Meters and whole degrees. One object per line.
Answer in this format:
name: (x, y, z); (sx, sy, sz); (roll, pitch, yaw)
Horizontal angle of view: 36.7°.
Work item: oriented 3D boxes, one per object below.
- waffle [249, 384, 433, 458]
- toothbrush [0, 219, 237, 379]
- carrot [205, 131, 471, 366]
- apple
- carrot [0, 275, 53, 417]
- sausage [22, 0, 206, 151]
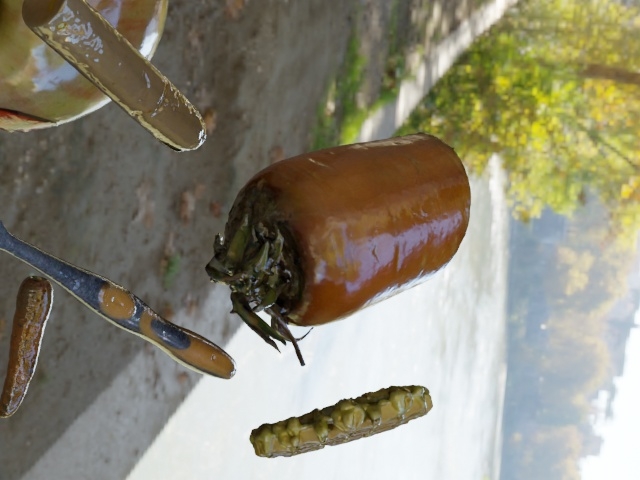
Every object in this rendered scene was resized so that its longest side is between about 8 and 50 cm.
waffle: (0.022, 0.184, 0.975); (0.191, 0.191, 0.038); (51, 22, -73)
toothbrush: (-0.117, 0.035, 0.539); (0.321, 0.031, 0.023); (44, 65, -58)
carrot: (0.000, 0.000, 1.086); (0.331, 0.193, 0.214); (-17, 142, -43)
apple: (-0.395, -0.343, 1.311); (0.346, 0.392, 0.391); (-59, 153, -71)
carrot: (-0.380, 0.138, 1.237); (0.047, 0.047, 0.191); (-14, 118, -77)
sausage: (-0.204, -0.171, 1.024); (0.301, 0.066, 0.065); (40, 55, -61)
